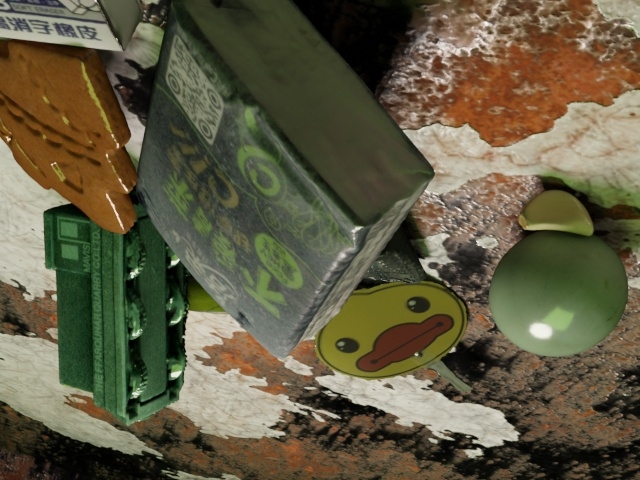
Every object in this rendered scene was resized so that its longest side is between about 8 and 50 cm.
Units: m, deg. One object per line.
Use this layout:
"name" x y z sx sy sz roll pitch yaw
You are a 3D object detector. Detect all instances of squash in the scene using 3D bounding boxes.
"squash" -0.187 0.059 1.591 0.332 0.087 0.087 7 154 46

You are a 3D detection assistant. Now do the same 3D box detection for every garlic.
"garlic" 0.262 -0.030 1.225 0.083 0.053 0.041 1 154 -8

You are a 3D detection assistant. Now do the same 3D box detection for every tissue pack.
"tissue pack" -0.062 -0.062 1.143 0.288 0.124 0.394 50 154 10

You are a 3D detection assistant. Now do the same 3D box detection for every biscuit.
"biscuit" -0.304 -0.137 1.248 0.284 0.043 0.306 44 150 -2

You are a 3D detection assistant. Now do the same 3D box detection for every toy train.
"toy train" -0.280 0.082 1.504 0.178 0.330 0.138 10 -165 28

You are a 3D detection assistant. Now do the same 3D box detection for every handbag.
"handbag" 0.000 0.000 1.414 0.271 0.088 0.175 10 160 13

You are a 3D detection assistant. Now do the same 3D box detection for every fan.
"fan" 0.125 0.151 1.594 0.230 0.011 0.335 -31 132 23

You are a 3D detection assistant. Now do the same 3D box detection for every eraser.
"eraser" -0.298 -0.258 1.097 0.210 0.068 0.124 9 155 15

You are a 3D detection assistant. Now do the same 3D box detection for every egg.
"egg" 0.277 0.062 1.286 0.149 0.149 0.192 22 154 -10

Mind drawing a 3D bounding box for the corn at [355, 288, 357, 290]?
"corn" 0.031 0.094 1.577 0.237 0.079 0.079 28 152 -30
